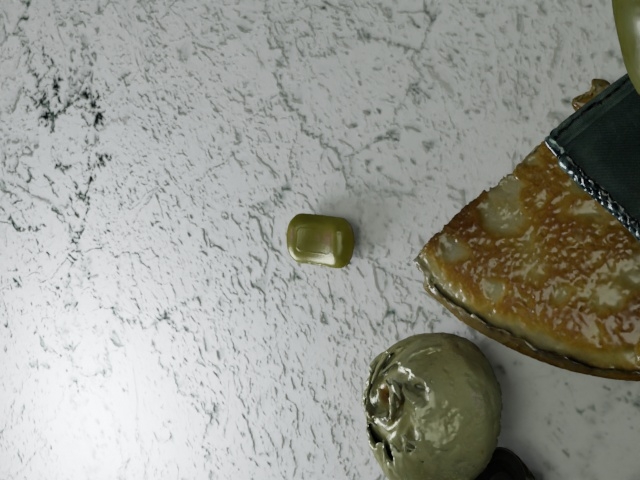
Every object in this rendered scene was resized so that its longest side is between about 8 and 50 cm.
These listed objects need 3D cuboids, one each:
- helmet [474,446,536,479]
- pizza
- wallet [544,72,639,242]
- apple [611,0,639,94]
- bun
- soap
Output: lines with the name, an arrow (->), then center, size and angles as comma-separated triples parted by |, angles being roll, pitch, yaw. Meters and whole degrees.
helmet -> 0.272, 0.415, 1.588 | 0.177, 0.107, 0.153 | -55, 26, -5
pizza -> 0.375, -0.021, 1.485 | 0.440, 0.130, 0.406 | 21, 91, 32
wallet -> 0.482, -0.070, 1.347 | 0.342, 0.237, 0.075 | 48, 162, 19
apple -> 0.556, -0.274, 1.140 | 0.474, 0.474, 0.473 | 3, 95, 36
bun -> 0.152, 0.263, 1.602 | 0.259, 0.152, 0.259 | -23, 61, 50
soap -> 0.001, 0.000, 1.794 | 0.140, 0.045, 0.088 | 7, 95, 37
